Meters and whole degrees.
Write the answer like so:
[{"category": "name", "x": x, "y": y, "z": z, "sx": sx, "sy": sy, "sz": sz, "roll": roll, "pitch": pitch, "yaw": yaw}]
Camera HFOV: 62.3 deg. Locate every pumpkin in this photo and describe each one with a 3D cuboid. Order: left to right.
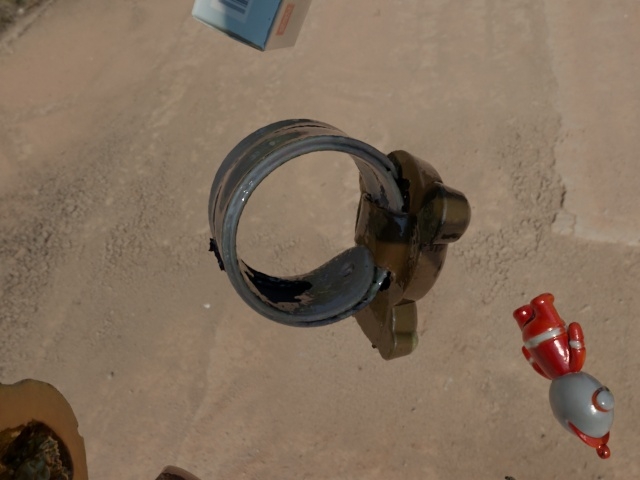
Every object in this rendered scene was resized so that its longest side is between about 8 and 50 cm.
[{"category": "pumpkin", "x": -0.352, "y": 0.212, "z": 0.505, "sx": 0.139, "sy": 0.317, "sz": 0.222, "roll": -27, "pitch": 77, "yaw": -5}]

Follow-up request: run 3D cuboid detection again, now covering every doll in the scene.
[{"category": "doll", "x": 0.373, "y": 0.203, "z": 0.800, "sx": 0.076, "sy": 0.142, "sz": 0.245, "roll": -15, "pitch": 66, "yaw": -17}]

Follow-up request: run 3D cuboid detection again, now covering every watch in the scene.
[{"category": "watch", "x": 0.000, "y": 0.000, "z": 0.798, "sx": 0.326, "sy": 0.335, "sz": 0.314, "roll": 3, "pitch": 20, "yaw": -18}]

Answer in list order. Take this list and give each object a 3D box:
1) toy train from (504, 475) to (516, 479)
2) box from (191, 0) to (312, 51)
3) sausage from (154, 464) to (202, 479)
[{"category": "toy train", "x": 0.266, "y": 0.462, "z": 0.623, "sx": 0.150, "sy": 0.369, "sz": 0.237, "roll": 23, "pitch": 98, "yaw": 2}, {"category": "box", "x": -0.020, "y": -0.313, "z": 0.476, "sx": 0.079, "sy": 0.269, "sz": 0.135, "roll": 26, "pitch": 25, "yaw": -1}, {"category": "sausage", "x": -0.097, "y": 0.391, "z": 0.599, "sx": 0.304, "sy": 0.121, "sz": 0.121, "roll": 37, "pitch": 70, "yaw": 9}]
